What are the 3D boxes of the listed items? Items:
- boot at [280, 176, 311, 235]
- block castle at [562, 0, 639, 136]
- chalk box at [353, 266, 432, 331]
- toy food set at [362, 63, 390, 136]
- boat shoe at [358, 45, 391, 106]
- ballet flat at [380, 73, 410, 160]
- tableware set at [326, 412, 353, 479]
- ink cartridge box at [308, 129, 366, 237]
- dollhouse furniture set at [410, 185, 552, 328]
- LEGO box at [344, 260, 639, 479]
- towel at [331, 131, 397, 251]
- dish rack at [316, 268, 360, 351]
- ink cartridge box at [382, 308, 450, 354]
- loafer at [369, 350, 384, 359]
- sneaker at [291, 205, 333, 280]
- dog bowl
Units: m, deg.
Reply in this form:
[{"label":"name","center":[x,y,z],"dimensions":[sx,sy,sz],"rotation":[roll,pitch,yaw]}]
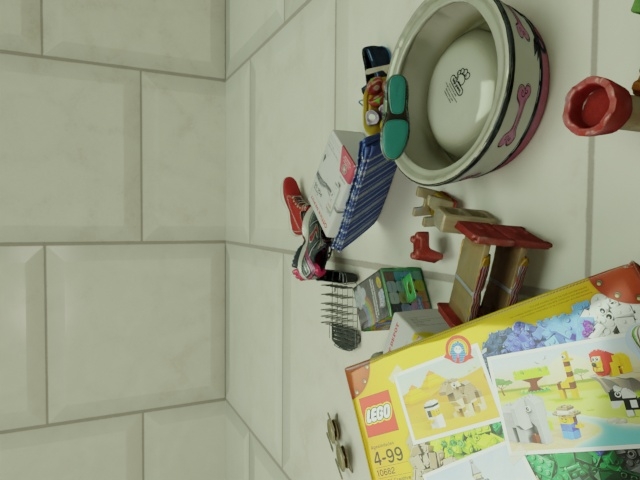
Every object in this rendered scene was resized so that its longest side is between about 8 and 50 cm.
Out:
[{"label":"boot","center":[-0.078,-0.152,1.962],"dimensions":[0.176,0.088,0.245],"rotation":[-29,73,61]},{"label":"block castle","center":[0.502,-0.315,0.584],"dimensions":[0.303,0.212,0.454],"rotation":[-133,48,-55]},{"label":"chalk box","center":[0.200,0.150,1.329],"dimensions":[0.213,0.131,0.133],"rotation":[-43,51,56]},{"label":"toy food set","center":[0.175,-0.380,1.354],"dimensions":[0.071,0.128,0.218],"rotation":[-8,-84,-80]},{"label":"boat shoe","center":[0.153,-0.435,1.458],"dimensions":[0.109,0.088,0.259],"rotation":[154,113,-62]},{"label":"ballet flat","center":[0.169,-0.275,1.133],"dimensions":[0.070,0.070,0.189],"rotation":[23,110,62]},{"label":"tableware set","center":[0.066,0.701,1.732],"dimensions":[0.194,0.039,0.128],"rotation":[-117,24,-53]},{"label":"ink cartridge box","center":[0.076,-0.175,1.593],"dimensions":[0.207,0.117,0.283],"rotation":[-116,35,-41]},{"label":"dollhouse furniture set","center":[0.319,0.029,1.104],"dimensions":[0.374,0.152,0.202],"rotation":[-109,26,-68]},{"label":"LEGO box","center":[0.323,0.307,0.778],"dimensions":[0.500,0.193,0.373],"rotation":[-30,62,32]},{"label":"towel","center":[0.134,-0.148,1.350],"dimensions":[0.040,0.243,0.336],"rotation":[31,129,20]},{"label":"dish rack","center":[0.060,0.233,1.691],"dimensions":[0.208,0.074,0.272],"rotation":[178,91,-65]},{"label":"ink cartridge box","center":[0.272,0.286,1.132],"dimensions":[0.233,0.168,0.171],"rotation":[48,131,54]},{"label":"loafer","center":[0.179,0.476,1.401],"dimensions":[0.111,0.111,0.320],"rotation":[175,94,-73]},{"label":"sneaker","center":[0.000,0.000,1.738],"dimensions":[0.112,0.120,0.300],"rotation":[-8,61,42]},{"label":"dog bowl","center":[0.304,-0.317,1.076],"dimensions":[0.408,0.150,0.409],"rotation":[180,90,-65]}]
